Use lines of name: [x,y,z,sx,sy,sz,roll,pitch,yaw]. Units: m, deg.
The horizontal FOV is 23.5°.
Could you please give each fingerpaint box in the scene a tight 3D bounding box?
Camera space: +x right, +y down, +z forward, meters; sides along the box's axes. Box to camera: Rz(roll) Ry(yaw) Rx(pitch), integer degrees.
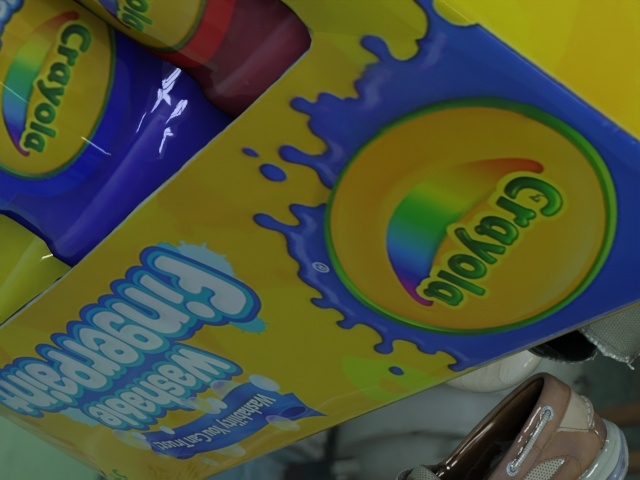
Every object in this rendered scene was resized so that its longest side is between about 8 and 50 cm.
fingerpaint box: [-0.106,-0.089,0.540,0.371,0.445,0.163,34,61,-15]

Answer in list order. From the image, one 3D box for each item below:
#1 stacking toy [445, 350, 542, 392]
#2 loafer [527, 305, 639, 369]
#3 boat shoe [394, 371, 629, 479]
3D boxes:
stacking toy: [0.199,-0.003,1.240,0.330,0.141,0.141,-29,101,-45]
loafer: [0.119,0.014,0.837,0.094,0.251,0.087,31,85,-14]
boat shoe: [0.098,0.232,1.243,0.324,0.123,0.116,-42,107,-9]
